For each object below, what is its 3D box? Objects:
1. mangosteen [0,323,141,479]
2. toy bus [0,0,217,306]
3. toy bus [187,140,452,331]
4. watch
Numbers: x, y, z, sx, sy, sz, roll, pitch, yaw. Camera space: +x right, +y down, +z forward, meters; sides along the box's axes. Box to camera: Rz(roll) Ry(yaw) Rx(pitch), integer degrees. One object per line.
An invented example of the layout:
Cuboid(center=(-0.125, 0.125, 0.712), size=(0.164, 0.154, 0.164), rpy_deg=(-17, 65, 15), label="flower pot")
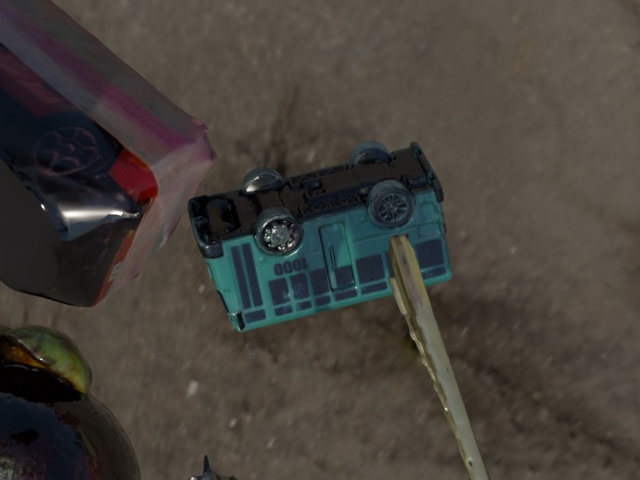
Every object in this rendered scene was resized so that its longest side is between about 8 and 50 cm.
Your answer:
Cuboid(center=(-0.299, 0.219, 1.749), size=(0.288, 0.288, 0.288), rpy_deg=(4, 68, -10), label="mangosteen")
Cuboid(center=(-0.222, -0.092, 1.261), size=(0.302, 0.127, 0.147), rpy_deg=(41, 44, 13), label="toy bus")
Cuboid(center=(0.000, 0.000, 1.225), size=(0.160, 0.092, 0.079), rpy_deg=(-14, 28, -5), label="toy bus")
Cuboid(center=(0.007, 0.147, 0.882), size=(0.165, 0.102, 0.268), rpy_deg=(-17, 76, 10), label="watch")
